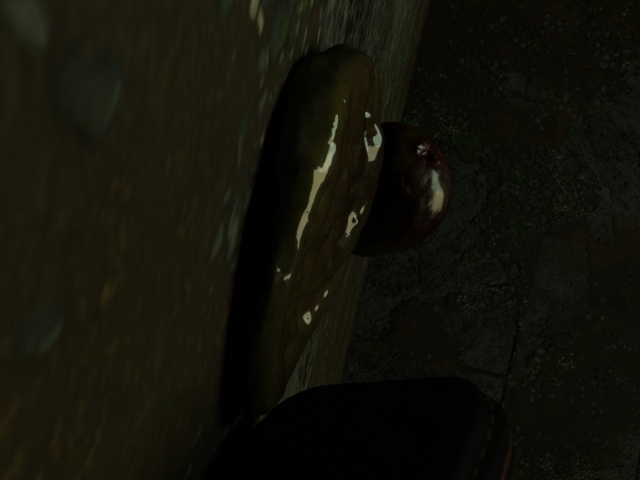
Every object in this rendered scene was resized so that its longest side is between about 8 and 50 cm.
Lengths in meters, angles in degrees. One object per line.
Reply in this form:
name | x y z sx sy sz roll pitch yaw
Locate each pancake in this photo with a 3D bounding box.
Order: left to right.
pancake | 0.000 0.000 0.454 0.242 0.050 0.242 15 90 -81

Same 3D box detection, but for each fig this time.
fig | 0.048 -0.034 0.672 0.154 0.103 0.109 -36 -141 39

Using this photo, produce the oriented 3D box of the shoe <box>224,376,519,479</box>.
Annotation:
shoe | 0.031 0.220 0.381 0.384 0.171 0.237 -32 113 -77
